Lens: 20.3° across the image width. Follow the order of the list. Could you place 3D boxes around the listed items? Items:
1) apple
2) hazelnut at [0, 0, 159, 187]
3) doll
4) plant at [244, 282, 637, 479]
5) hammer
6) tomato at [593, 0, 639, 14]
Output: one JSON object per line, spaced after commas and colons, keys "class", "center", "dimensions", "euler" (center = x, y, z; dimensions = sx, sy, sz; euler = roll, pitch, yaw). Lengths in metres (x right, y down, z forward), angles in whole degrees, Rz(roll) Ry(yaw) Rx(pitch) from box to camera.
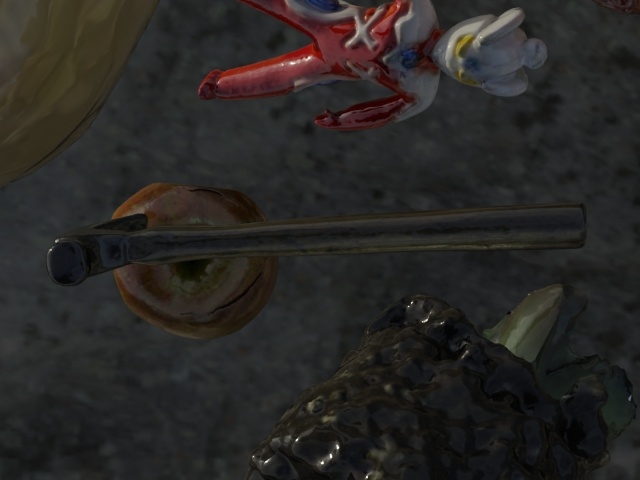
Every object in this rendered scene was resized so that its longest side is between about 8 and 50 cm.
{"class": "apple", "center": [-0.122, 0.020, 1.703], "dimensions": [0.163, 0.147, 0.146], "euler": [4, 92, -9]}
{"class": "hazelnut", "center": [-0.175, -0.119, 0.601], "dimensions": [0.261, 0.261, 0.241], "euler": [28, 100, 34]}
{"class": "doll", "center": [0.047, -0.200, 1.821], "dimensions": [0.384, 0.099, 0.188], "euler": [4, 120, 22]}
{"class": "plant", "center": [0.064, 0.105, 0.842], "dimensions": [0.131, 0.203, 0.142], "euler": [26, 129, 26]}
{"class": "hammer", "center": [0.000, 0.000, 1.484], "dimensions": [0.440, 0.168, 0.044], "euler": [-3, 97, 3]}
{"class": "tomato", "center": [0.297, -0.397, 1.665], "dimensions": [0.338, 0.338, 0.144], "euler": [-57, 40, 11]}
